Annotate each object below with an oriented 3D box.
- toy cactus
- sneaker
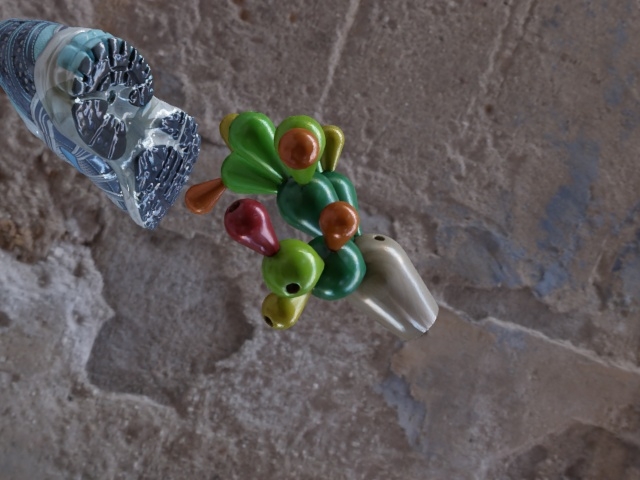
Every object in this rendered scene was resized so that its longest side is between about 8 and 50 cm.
[{"bbox_3d":[0.000,0.000,0.431,0.112,0.180,0.219,-42,-162,6],"label":"toy cactus"},{"bbox_3d":[-0.198,-0.108,0.630,0.110,0.122,0.283,-61,167,-18],"label":"sneaker"}]
